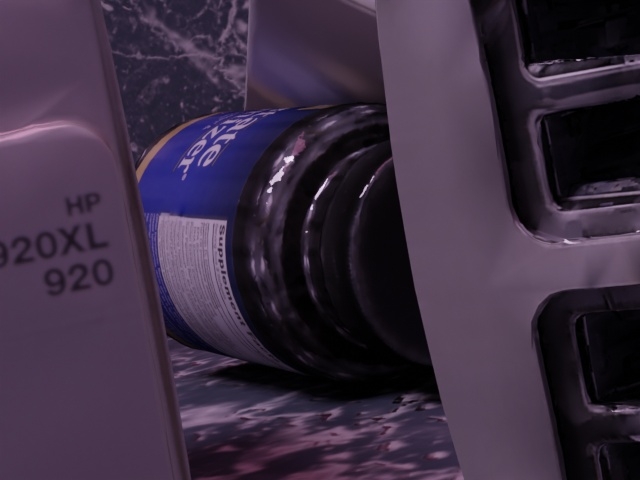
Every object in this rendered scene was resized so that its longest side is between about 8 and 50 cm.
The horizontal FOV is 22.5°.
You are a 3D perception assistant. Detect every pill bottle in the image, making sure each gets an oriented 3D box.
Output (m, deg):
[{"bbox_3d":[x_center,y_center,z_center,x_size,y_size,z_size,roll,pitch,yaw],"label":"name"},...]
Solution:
[{"bbox_3d":[0.000,0.000,0.723,0.123,0.122,0.219,-13,8,-28],"label":"pill bottle"}]

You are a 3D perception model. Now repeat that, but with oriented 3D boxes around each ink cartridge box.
[{"bbox_3d":[-0.150,0.026,0.485,0.171,0.168,0.233,-12,5,-15],"label":"ink cartridge box"}]

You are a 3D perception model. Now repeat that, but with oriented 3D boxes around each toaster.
[{"bbox_3d":[0.109,-0.011,0.366,0.186,0.168,0.110,-6,7,37],"label":"toaster"}]

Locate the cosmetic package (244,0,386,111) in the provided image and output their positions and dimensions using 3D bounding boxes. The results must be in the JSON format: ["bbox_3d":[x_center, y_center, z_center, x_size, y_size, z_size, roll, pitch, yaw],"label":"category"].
[{"bbox_3d":[0.076,-0.105,0.801,0.197,0.155,0.365,25,-10,-1],"label":"cosmetic package"}]
